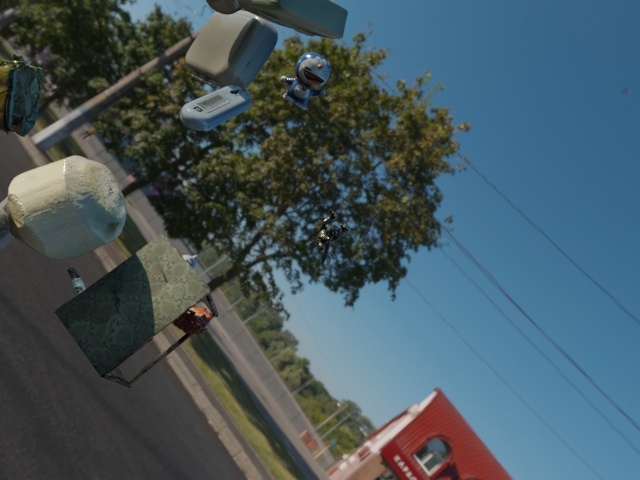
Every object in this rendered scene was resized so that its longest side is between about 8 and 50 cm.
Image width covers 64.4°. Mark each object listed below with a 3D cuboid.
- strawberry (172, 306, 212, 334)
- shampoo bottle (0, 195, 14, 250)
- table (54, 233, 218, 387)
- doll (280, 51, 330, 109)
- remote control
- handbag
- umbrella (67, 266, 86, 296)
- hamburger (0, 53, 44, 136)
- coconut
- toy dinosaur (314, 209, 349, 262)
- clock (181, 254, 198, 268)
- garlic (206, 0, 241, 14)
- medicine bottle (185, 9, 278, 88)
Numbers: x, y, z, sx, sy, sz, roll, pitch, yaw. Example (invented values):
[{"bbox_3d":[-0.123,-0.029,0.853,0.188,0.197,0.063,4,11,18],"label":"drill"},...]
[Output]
[{"bbox_3d":[-0.376,0.228,1.444,0.121,0.082,0.188,14,-4,-25],"label":"strawberry"},{"bbox_3d":[-0.829,-0.040,1.326,0.086,0.227,0.056,42,-10,-2],"label":"shampoo bottle"},{"bbox_3d":[-0.492,0.206,1.429,0.222,0.335,0.272,47,-19,12],"label":"table"},{"bbox_3d":[-0.067,-0.742,2.351,0.215,0.257,0.161,25,23,-14],"label":"doll"},{"bbox_3d":[-0.267,-0.350,1.323,0.087,0.244,0.047,32,-48,11],"label":"remote control"},{"bbox_3d":[-0.081,-0.542,1.192,0.219,0.079,0.256,21,13,39],"label":"handbag"},{"bbox_3d":[-1.094,0.233,2.318,0.053,0.052,0.250,-45,-110,38],"label":"umbrella"},{"bbox_3d":[-1.104,-0.517,1.790,0.192,0.288,0.167,12,3,16],"label":"hamburger"},{"bbox_3d":[-0.627,-0.073,1.240,0.237,0.265,0.237,-17,90,-89],"label":"coconut"},{"bbox_3d":[0.000,0.000,1.560,0.087,0.179,0.187,48,26,10],"label":"toy dinosaur"},{"bbox_3d":[-0.522,0.104,1.820,0.080,0.117,0.176,51,26,6],"label":"clock"},{"bbox_3d":[-0.273,-0.749,1.404,0.152,0.228,0.228,7,-22,6],"label":"garlic"},{"bbox_3d":[-0.298,-0.628,1.666,0.123,0.282,0.375,31,5,-40],"label":"medicine bottle"}]
